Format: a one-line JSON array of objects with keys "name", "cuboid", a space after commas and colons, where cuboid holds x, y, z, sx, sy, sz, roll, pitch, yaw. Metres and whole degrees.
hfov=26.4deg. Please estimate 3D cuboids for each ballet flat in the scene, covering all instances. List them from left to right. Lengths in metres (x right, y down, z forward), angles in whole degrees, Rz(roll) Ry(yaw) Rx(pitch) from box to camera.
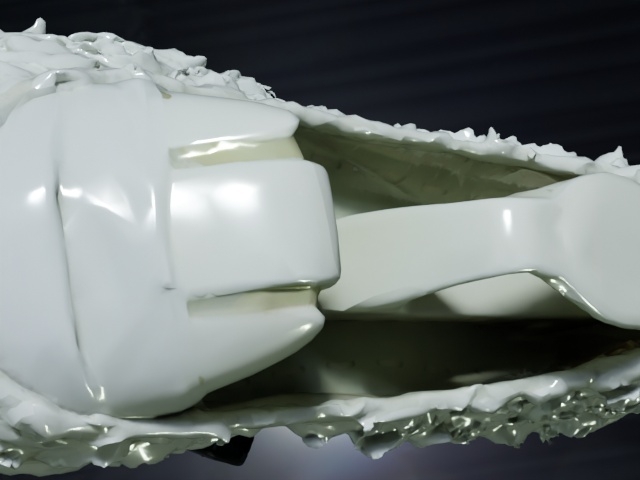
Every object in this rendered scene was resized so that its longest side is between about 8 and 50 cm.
[{"name": "ballet flat", "cuboid": [0.000, 0.000, 0.446, 0.147, 0.409, 0.146, -5, -96, 55]}]

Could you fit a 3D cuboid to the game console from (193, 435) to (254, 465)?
[{"name": "game console", "cuboid": [-0.078, 0.042, 0.582, 0.107, 0.122, 0.071, 146, -33, -77]}]
